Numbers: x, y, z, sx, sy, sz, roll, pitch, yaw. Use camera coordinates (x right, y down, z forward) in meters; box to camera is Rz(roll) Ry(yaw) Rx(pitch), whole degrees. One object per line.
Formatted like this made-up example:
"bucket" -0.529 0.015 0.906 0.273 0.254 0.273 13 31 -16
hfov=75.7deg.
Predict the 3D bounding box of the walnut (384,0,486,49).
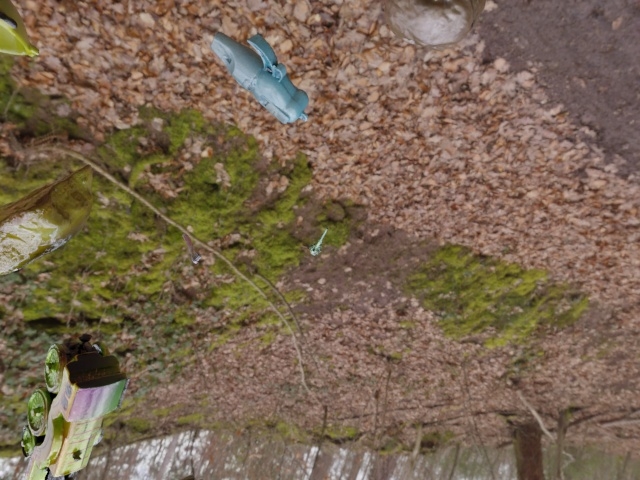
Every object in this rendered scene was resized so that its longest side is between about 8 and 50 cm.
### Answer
"walnut" 0.315 -0.661 1.146 0.272 0.274 0.227 18 175 13

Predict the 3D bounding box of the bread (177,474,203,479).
"bread" -0.109 0.339 0.347 0.191 0.210 0.109 11 173 30

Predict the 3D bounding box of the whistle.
"whistle" -0.136 -0.375 0.969 0.273 0.093 0.186 38 162 -17

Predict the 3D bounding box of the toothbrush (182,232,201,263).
"toothbrush" -0.368 0.015 1.172 0.020 0.025 0.286 46 173 -26

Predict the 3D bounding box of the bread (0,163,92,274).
"bread" -0.440 -0.019 0.616 0.232 0.088 0.161 -20 -158 18

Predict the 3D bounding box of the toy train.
"toy train" -0.449 0.317 0.738 0.160 0.297 0.100 35 -162 34

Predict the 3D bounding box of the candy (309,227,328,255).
"candy" 0.000 0.000 0.757 0.025 0.023 0.083 -9 149 -28

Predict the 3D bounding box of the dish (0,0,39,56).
"dish" -0.703 -0.469 0.798 0.262 0.109 0.221 10 178 -15
